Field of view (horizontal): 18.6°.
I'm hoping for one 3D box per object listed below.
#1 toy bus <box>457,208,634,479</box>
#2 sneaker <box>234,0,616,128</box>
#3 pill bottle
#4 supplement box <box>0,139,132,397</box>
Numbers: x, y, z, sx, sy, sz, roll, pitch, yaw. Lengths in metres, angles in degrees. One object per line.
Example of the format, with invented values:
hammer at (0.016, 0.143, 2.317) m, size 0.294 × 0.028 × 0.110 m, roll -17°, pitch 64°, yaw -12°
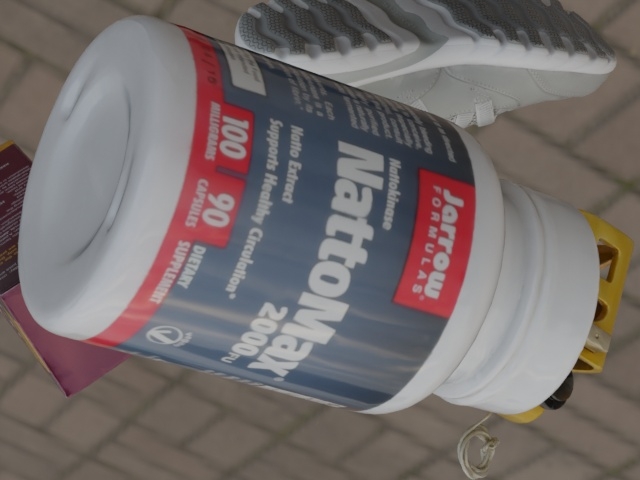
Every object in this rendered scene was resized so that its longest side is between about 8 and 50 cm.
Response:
toy bus at (0.186, 0.071, 1.595) m, size 0.104 × 0.191 × 0.202 m, roll -1°, pitch 113°, yaw 47°
sneaker at (0.064, -0.107, 1.306) m, size 0.281 × 0.105 × 0.115 m, roll -5°, pitch 130°, yaw -24°
pill bottle at (0.000, 0.000, 0.663) m, size 0.180 × 0.108 × 0.108 m, roll 16°, pitch 151°, yaw -27°
supplement box at (-0.202, 0.017, 1.401) m, size 0.188 × 0.081 × 0.104 m, roll 40°, pitch 161°, yaw 55°
